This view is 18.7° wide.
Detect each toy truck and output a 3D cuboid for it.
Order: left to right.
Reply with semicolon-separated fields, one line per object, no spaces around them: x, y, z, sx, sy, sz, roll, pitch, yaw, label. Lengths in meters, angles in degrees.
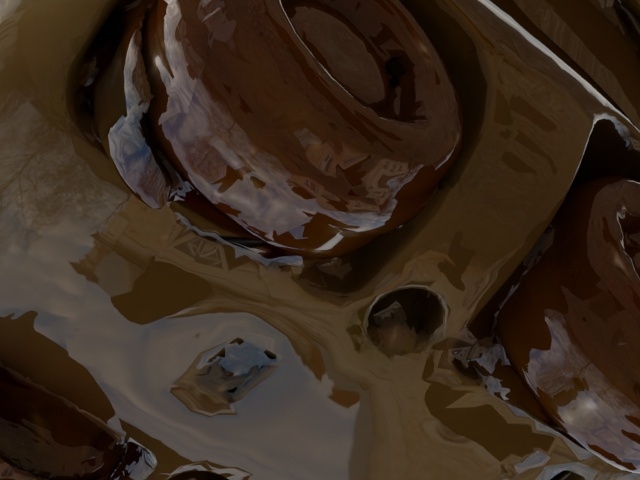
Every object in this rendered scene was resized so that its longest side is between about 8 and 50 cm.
0.000;0.000;0.585;0.288;0.204;0.212;31;-146;-27;toy truck
